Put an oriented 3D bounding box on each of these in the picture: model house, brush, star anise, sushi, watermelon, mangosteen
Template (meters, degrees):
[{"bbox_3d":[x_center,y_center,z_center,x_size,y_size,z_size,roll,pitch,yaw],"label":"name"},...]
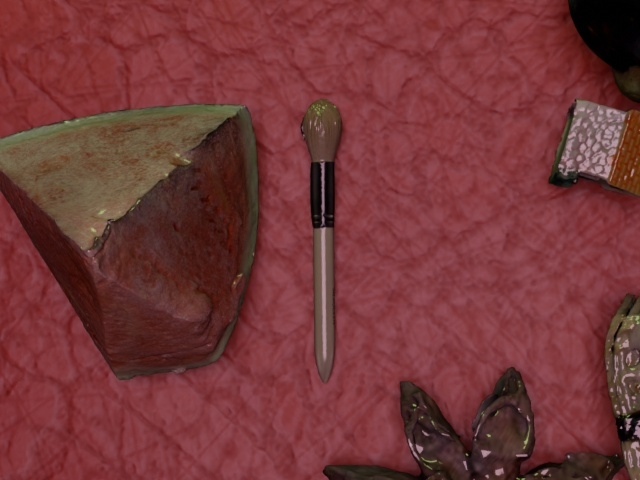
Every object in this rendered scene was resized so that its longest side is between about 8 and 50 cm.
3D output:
[{"bbox_3d":[0.294,-0.088,1.696,0.100,0.100,0.087,15,87,2],"label":"model house"},{"bbox_3d":[0.000,0.000,1.744,0.042,0.039,0.299,2,89,-35],"label":"brush"},{"bbox_3d":[0.154,0.288,1.674,0.332,0.117,0.331,-1,80,5],"label":"star anise"},{"bbox_3d":[0.339,0.186,1.671,0.109,0.134,0.273,1,95,7],"label":"sushi"},{"bbox_3d":[-0.224,0.004,1.663,0.250,0.292,0.283,-10,86,33],"label":"watermelon"},{"bbox_3d":[0.360,-0.249,1.653,0.243,0.243,0.243,0,87,4],"label":"mangosteen"}]
